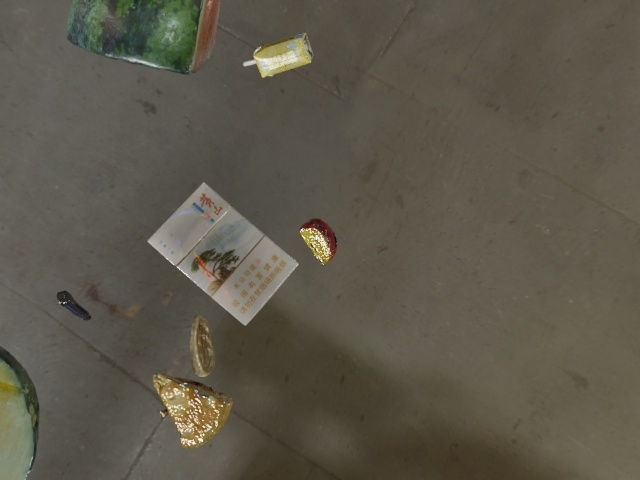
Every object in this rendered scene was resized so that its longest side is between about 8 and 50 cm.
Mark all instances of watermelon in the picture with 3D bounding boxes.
[{"bbox_3d":[-0.317,-0.445,0.966,0.251,0.292,0.283,22,88,-13],"label":"watermelon"}]

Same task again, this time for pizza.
[{"bbox_3d":[-0.294,0.356,1.133,0.194,0.069,0.154,39,106,13],"label":"pizza"}]

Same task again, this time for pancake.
[{"bbox_3d":[-0.285,0.251,1.226,0.025,0.151,0.151,-10,87,6],"label":"pancake"}]

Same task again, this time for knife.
[{"bbox_3d":[-0.527,0.143,1.095,0.018,0.121,0.031,-17,59,-5],"label":"knife"}]

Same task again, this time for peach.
[{"bbox_3d":[0.004,-0.004,1.805,0.092,0.127,0.172,-37,63,20],"label":"peach"}]

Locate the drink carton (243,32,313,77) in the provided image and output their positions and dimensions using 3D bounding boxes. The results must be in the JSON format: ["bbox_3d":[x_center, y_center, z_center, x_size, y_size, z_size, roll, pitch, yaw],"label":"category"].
[{"bbox_3d":[-0.125,-0.495,1.383,0.200,0.074,0.084,-12,129,17],"label":"drink carton"}]

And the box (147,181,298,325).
[{"bbox_3d":[-0.174,0.024,0.937,0.233,0.067,0.149,40,80,2],"label":"box"}]

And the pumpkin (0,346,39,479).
[{"bbox_3d":[-0.500,0.232,0.606,0.293,0.197,0.263,6,84,-27],"label":"pumpkin"}]
